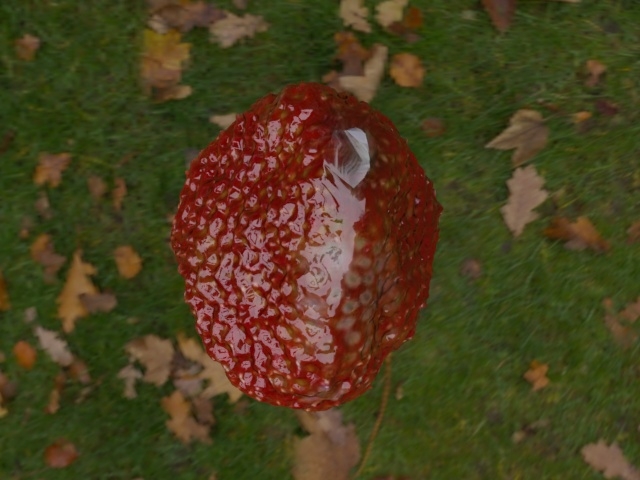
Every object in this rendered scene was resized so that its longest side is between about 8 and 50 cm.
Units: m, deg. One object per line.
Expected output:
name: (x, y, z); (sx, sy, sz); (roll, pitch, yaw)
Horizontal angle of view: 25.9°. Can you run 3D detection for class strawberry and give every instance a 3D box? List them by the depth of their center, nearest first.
strawberry: (0.000, 0.000, 1.343); (0.267, 0.351, 0.312); (-4, 65, -18)
